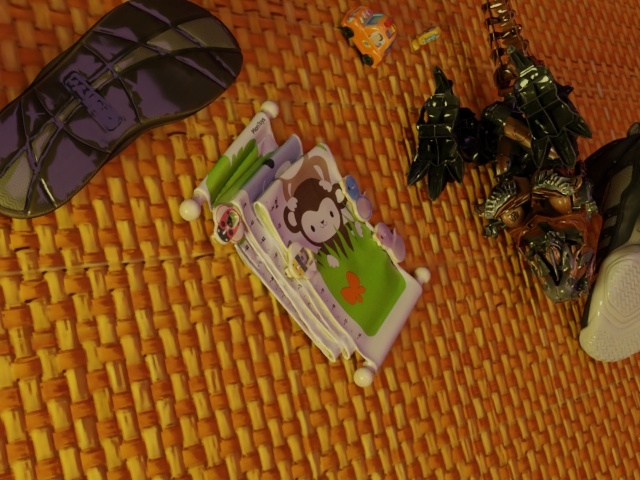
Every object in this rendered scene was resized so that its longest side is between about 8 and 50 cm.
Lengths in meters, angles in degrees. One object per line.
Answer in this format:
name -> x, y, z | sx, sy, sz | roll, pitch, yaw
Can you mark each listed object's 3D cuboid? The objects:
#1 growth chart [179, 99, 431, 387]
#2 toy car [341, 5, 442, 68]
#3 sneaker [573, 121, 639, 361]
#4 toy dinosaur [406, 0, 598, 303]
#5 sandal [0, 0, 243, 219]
growth chart -> 0.000, 0.000, 0.803 | 0.237, 0.021, 0.172 | 47, 45, -24
toy car -> 0.072, -0.205, 0.941 | 0.122, 0.041, 0.060 | -32, 99, -47
sneaker -> 0.334, -0.005, 1.094 | 0.101, 0.153, 0.268 | 21, 95, -22
toy dinosaur -> 0.191, -0.097, 0.982 | 0.218, 0.164, 0.321 | 1, 55, -61
sandal -> -0.143, -0.089, 0.665 | 0.090, 0.060, 0.219 | 49, 60, -13
